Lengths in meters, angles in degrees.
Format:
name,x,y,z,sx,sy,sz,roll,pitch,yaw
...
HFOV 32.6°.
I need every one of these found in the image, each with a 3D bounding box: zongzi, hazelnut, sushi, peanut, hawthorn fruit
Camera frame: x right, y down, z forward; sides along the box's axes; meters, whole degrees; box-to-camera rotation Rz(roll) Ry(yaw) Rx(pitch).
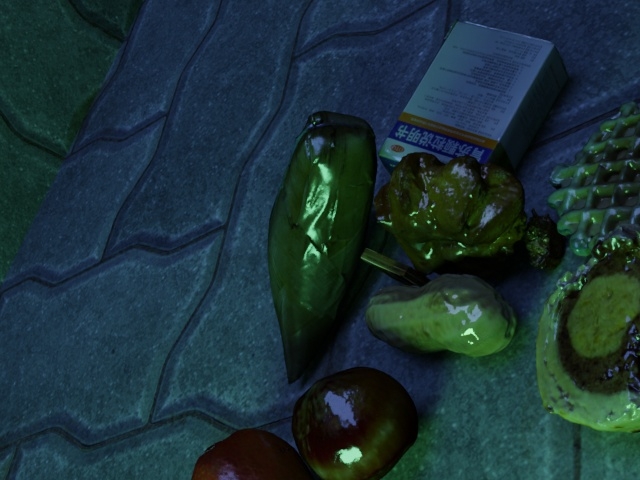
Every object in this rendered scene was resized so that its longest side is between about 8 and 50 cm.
name,x,y,z,sx,sy,sz,roll,pitch,yaw
zongzi,0.000,0.000,1.899,0.356,0.174,0.393,109,170,-52
hazelnut,0.043,0.283,1.653,0.204,0.178,0.178,-22,40,54
sushi,0.338,-0.002,1.678,0.061,0.060,0.118,-43,31,21
peanut,0.178,0.116,1.693,0.290,0.130,0.130,-7,52,48
hawthorn fruit,-0.082,0.420,1.642,0.211,0.211,0.299,-51,40,0

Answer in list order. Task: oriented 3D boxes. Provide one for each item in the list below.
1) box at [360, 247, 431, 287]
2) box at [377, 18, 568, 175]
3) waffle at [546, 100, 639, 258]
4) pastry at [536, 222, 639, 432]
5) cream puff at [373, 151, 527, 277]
name,x,y,z,sx,sy,sz,roll,pitch,yaw
box,0.136,0.055,1.840,0.023,0.090,0.133,-59,32,-5
box,0.265,-0.217,1.891,0.200,0.106,0.299,22,75,35
waffle,0.472,-0.094,1.608,0.292,0.056,0.309,-42,32,13
pastry,0.399,0.129,1.382,0.237,0.170,0.256,-51,34,41
cream puff,0.208,-0.038,1.707,0.241,0.269,0.155,12,60,25
